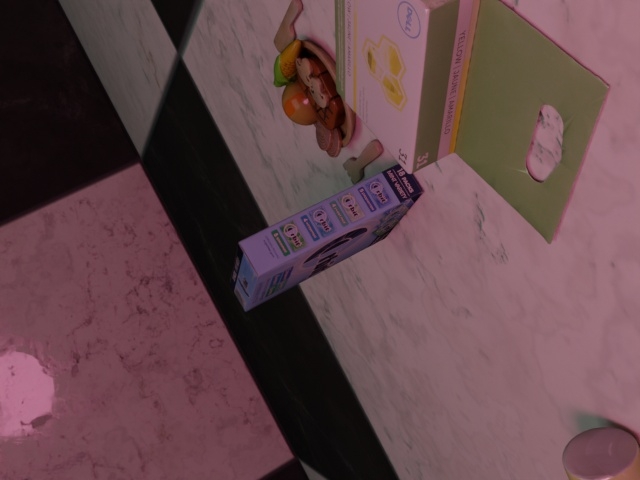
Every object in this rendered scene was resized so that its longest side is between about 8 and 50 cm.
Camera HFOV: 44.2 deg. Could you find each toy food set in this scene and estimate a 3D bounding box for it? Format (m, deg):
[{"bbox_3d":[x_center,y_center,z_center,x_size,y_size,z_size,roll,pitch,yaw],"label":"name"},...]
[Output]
[{"bbox_3d":[-0.008,-0.151,0.850,0.192,0.039,0.132,61,163,4],"label":"toy food set"}]

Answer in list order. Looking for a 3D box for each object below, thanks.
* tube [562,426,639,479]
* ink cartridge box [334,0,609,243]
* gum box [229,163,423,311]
[{"bbox_3d":[0.270,0.268,0.668,0.240,0.062,0.070,63,-156,-22],"label":"tube"},{"bbox_3d":[0.093,-0.114,0.592,0.235,0.056,0.171,54,161,31],"label":"ink cartridge box"},{"bbox_3d":[0.000,0.000,0.812,0.041,0.184,0.157,59,163,10],"label":"gum box"}]
